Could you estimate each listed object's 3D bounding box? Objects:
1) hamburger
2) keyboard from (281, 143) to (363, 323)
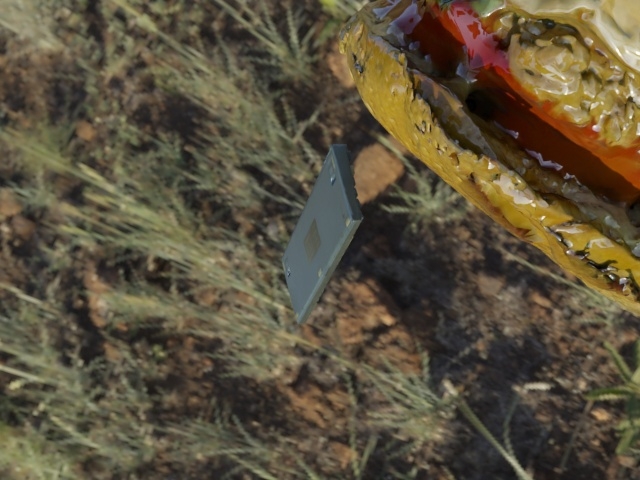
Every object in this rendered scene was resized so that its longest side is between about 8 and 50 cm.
[{"bbox_3d":[0.131,-0.083,0.609,0.163,0.244,0.244,-50,47,8],"label":"hamburger"},{"bbox_3d":[-0.001,0.000,0.777,0.176,0.014,0.055,116,146,-62],"label":"keyboard"}]
